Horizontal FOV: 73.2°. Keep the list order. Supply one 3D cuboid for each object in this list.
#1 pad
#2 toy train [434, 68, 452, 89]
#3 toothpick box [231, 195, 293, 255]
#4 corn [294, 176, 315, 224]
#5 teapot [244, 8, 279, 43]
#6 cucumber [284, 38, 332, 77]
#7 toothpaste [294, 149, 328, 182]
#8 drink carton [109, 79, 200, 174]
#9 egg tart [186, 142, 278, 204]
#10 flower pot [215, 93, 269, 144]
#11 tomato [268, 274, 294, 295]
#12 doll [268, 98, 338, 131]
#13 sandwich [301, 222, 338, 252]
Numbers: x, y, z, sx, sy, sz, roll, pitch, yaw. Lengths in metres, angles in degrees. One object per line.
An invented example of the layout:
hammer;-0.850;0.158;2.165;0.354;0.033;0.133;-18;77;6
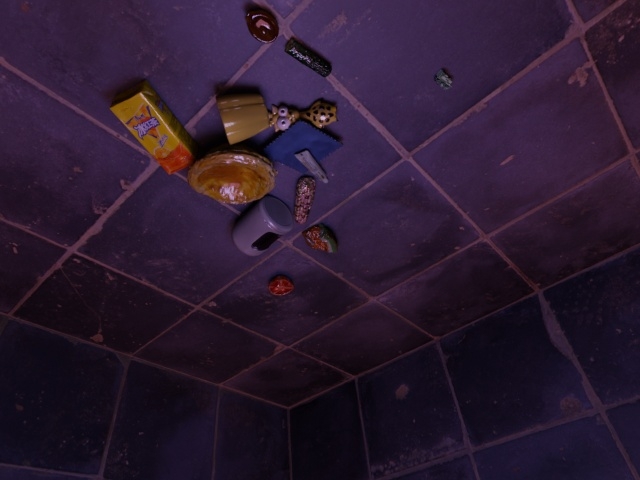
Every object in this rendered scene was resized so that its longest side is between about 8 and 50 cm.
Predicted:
pad;-0.081;-0.395;1.854;0.269;0.012;0.269;-28;148;36
toy train;0.494;-0.639;1.720;0.083;0.033;0.053;22;127;-28
toothpick box;-0.310;-0.063;2.125;0.229;0.229;0.316;30;128;-33
corn;-0.081;-0.193;2.094;0.092;0.092;0.280;2;141;-9
teapot;-0.203;-0.739;1.491;0.098;0.078;0.129;-35;130;27
cucumber;-0.042;-0.672;1.600;0.187;0.058;0.058;23;130;-28
toothpaste;-0.028;-0.328;1.948;0.067;0.037;0.255;-14;151;24
drink carton;-0.650;-0.446;1.731;0.154;0.111;0.351;-20;134;14
egg tart;-0.373;-0.295;1.846;0.387;0.169;0.388;-6;158;-2
flower pot;-0.299;-0.486;1.687;0.179;0.195;0.195;-16;138;-8
tomato;-0.238;0.257;2.563;0.155;0.069;0.156;-6;136;-6
doll;-0.073;-0.508;1.754;0.291;0.086;0.117;-4;102;-1
sandwich;0.005;0.005;2.296;0.159;0.109;0.185;-22;135;13
